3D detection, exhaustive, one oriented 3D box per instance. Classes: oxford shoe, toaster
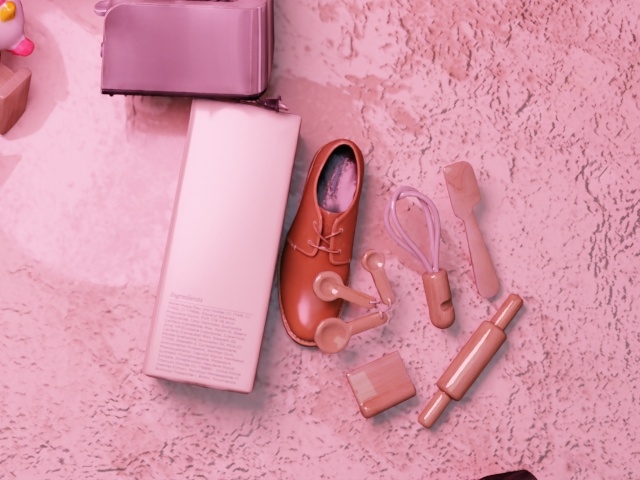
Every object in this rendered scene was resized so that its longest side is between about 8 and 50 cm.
[{"bbox_3d":[0.000,0.000,1.343,0.076,0.076,0.212,9,86,-3],"label":"oxford shoe"},{"bbox_3d":[-0.120,-0.215,1.305,0.186,0.168,0.110,2,129,-2],"label":"toaster"}]

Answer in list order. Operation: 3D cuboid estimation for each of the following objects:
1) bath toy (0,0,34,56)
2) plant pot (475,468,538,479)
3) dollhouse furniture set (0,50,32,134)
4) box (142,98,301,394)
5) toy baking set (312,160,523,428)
[{"bbox_3d":[-0.250,-0.315,1.296,0.129,0.151,0.348,40,69,-16],"label":"bath toy"},{"bbox_3d":[0.158,0.319,1.273,0.167,0.187,0.188,-37,87,-17],"label":"plant pot"},{"bbox_3d":[-0.441,-0.125,1.330,0.212,0.161,0.242,39,63,2],"label":"dollhouse furniture set"},{"bbox_3d":[-0.095,0.007,1.328,0.113,0.094,0.275,12,84,-1],"label":"box"},{"bbox_3d":[0.105,0.057,1.336,0.197,0.030,0.256,44,83,-17],"label":"toy baking set"}]
